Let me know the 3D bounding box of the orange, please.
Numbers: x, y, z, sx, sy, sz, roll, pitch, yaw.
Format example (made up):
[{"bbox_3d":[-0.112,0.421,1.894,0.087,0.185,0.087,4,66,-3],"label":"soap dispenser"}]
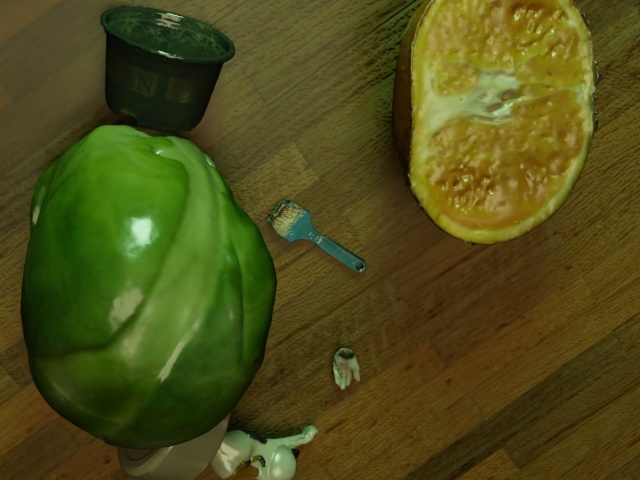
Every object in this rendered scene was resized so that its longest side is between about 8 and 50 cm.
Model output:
[{"bbox_3d":[0.210,-0.160,1.050,0.274,0.274,0.310,-14,78,-8],"label":"orange"}]

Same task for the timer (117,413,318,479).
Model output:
[{"bbox_3d":[-0.126,0.289,1.185,0.266,0.175,0.175,33,99,-29],"label":"timer"}]

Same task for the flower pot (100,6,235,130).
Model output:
[{"bbox_3d":[-0.188,-0.198,0.998,0.157,0.157,0.107,10,117,-16],"label":"flower pot"}]

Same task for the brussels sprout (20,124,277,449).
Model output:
[{"bbox_3d":[-0.201,0.051,0.976,0.275,0.315,0.371,6,79,-22],"label":"brussels sprout"}]

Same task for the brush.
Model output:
[{"bbox_3d":[0.000,0.000,1.181,0.164,0.014,0.051,32,101,-22],"label":"brush"}]

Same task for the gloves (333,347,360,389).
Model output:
[{"bbox_3d":[0.040,0.185,1.243,0.044,0.037,0.081,15,118,9],"label":"gloves"}]
